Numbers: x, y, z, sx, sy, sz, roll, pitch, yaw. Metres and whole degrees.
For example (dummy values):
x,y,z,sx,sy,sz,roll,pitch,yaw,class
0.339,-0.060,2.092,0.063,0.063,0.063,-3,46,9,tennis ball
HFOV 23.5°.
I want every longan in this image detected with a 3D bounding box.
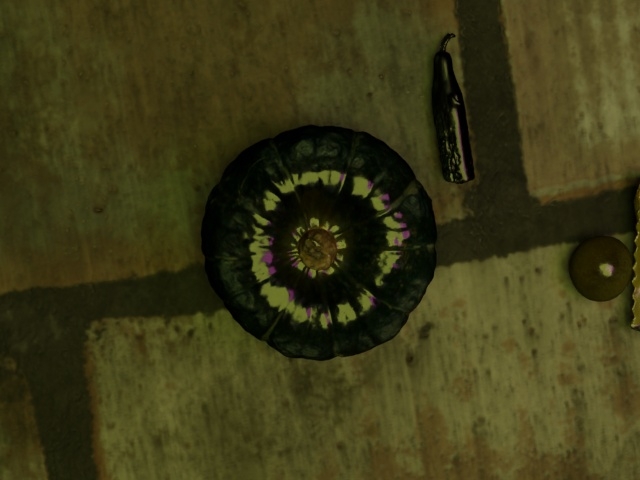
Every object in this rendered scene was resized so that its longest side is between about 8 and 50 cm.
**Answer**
x,y,z,sx,sy,sz,roll,pitch,yaw,class
0.317,0.032,1.718,0.083,0.075,0.075,16,98,-49,longan

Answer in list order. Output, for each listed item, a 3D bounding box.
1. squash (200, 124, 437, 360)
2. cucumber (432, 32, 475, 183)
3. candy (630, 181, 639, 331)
x,y,z,sx,sy,sz,roll,pitch,yaw,class
0.000,0.000,1.628,0.252,0.165,0.252,-1,100,-5,squash
0.144,-0.144,1.688,0.043,0.039,0.163,-16,101,-24,cucumber
0.495,0.006,1.715,0.297,0.081,0.187,-2,94,1,candy
